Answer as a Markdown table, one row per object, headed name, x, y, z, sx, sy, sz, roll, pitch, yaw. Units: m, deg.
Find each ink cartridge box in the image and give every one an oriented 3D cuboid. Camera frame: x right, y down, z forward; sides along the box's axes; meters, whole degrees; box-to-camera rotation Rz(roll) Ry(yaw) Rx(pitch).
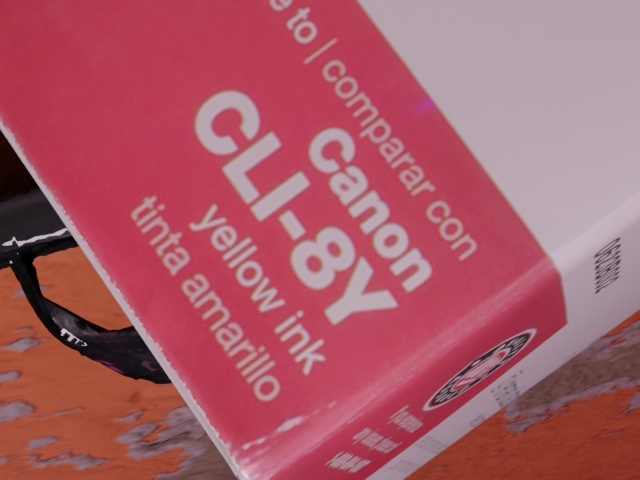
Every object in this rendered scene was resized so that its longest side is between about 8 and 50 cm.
| name | x | y | z | sx | sy | sz | roll | pitch | yaw |
| --- | --- | --- | --- | --- | --- | --- | --- | --- | --- |
| ink cartridge box | 0.112 | -0.091 | 0.541 | 0.384 | 0.160 | 0.279 | -36 | 168 | 1 |

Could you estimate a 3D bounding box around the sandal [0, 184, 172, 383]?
| name | x | y | z | sx | sy | sz | roll | pitch | yaw |
| --- | --- | --- | --- | --- | --- | --- | --- | --- | --- |
| sandal | 0.002 | -0.001 | 0.837 | 0.445 | 0.107 | 0.167 | -11 | 175 | -21 |
